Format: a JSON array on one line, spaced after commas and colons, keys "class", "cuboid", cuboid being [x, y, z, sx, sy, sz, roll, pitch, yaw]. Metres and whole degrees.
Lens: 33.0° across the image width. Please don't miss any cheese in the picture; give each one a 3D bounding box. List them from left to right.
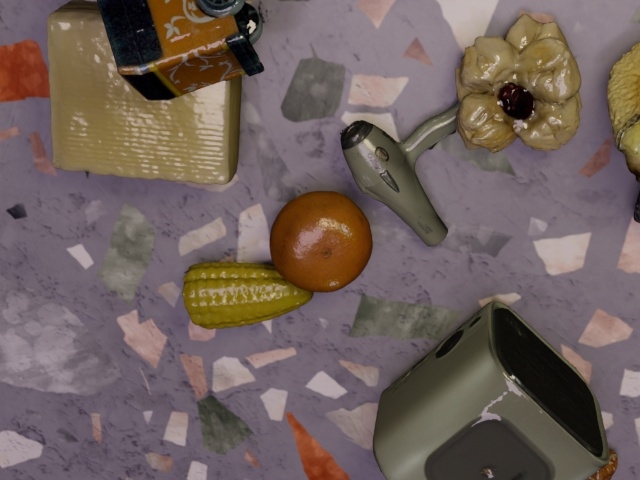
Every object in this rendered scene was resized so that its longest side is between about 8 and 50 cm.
[{"class": "cheese", "cuboid": [-0.249, -0.212, 1.563, 0.265, 0.124, 0.243, 6, 115, 6]}]

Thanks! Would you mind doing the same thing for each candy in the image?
[{"class": "candy", "cuboid": [-0.109, 0.083, 1.681, 0.198, 0.094, 0.106, -4, 124, 8]}]

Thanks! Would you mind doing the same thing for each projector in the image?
[{"class": "projector", "cuboid": [0.253, 0.276, 1.620, 0.248, 0.248, 0.249, 42, 112, -9]}]

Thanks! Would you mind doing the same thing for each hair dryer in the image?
[{"class": "hair dryer", "cuboid": [0.160, -0.099, 1.586, 0.224, 0.088, 0.219, -19, 116, 0]}]

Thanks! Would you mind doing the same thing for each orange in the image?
[{"class": "orange", "cuboid": [0.000, 0.000, 1.615, 0.156, 0.124, 0.156, -3, 110, -8]}]

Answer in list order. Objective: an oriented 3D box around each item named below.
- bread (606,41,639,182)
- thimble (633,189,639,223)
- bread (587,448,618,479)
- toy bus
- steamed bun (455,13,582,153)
[{"class": "bread", "cuboid": [0.463, -0.184, 1.456, 0.174, 0.133, 0.252, 38, 85, -38]}, {"class": "thimble", "cuboid": [0.504, -0.044, 1.535, 0.104, 0.095, 0.066, 26, 109, 37]}, {"class": "bread", "cuboid": [0.368, 0.390, 1.729, 0.233, 0.076, 0.105, -29, 68, 6]}, {"class": "toy bus", "cuboid": [-0.204, -0.360, 1.402, 0.194, 0.162, 0.324, -19, 82, 5]}, {"class": "steamed bun", "cuboid": [0.276, -0.210, 1.476, 0.177, 0.106, 0.192, -3, 106, -3]}]
